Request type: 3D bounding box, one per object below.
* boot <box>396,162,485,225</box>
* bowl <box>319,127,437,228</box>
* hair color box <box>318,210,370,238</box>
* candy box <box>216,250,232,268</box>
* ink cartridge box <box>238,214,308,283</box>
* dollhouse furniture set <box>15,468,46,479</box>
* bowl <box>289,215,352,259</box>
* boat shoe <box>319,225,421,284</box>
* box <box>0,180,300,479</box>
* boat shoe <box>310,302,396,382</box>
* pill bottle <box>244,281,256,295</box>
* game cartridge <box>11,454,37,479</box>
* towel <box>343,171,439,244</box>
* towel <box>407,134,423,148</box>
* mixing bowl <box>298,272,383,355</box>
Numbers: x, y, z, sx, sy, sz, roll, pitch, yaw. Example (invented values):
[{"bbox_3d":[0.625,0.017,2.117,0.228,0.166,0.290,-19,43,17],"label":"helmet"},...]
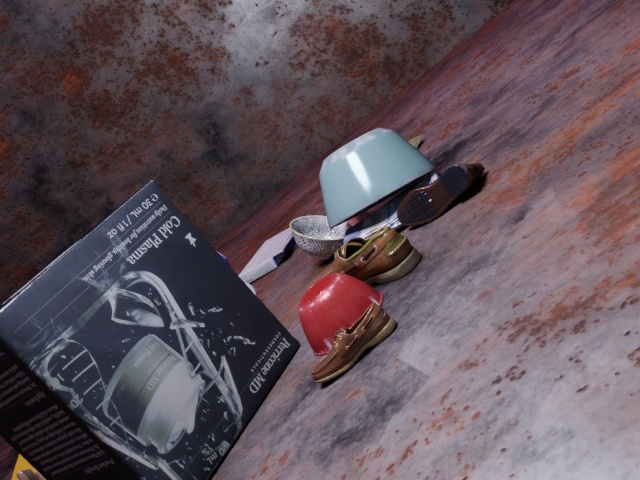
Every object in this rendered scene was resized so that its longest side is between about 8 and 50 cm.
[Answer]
[{"bbox_3d":[0.270,-0.102,1.756,0.106,0.082,0.219,-22,-10,-48],"label":"boot"},{"bbox_3d":[0.119,-0.172,2.008,0.312,0.163,0.311,-31,-1,-1],"label":"bowl"},{"bbox_3d":[0.053,-0.040,2.207,0.167,0.053,0.093,-39,11,2],"label":"hair color box"},{"bbox_3d":[-0.327,0.206,1.952,0.317,0.268,0.122,-44,47,-18],"label":"candy box"},{"bbox_3d":[-0.141,0.032,2.573,0.224,0.045,0.223,-30,16,38],"label":"ink cartridge box"},{"bbox_3d":[-0.660,0.684,1.592,0.362,0.256,0.394,-43,-9,-11],"label":"dollhouse furniture set"},{"bbox_3d":[0.000,0.000,2.091,0.170,0.170,0.080,-70,-13,-67],"label":"bowl"},{"bbox_3d":[0.082,0.041,1.685,0.307,0.104,0.110,-27,18,49],"label":"boat shoe"},{"bbox_3d":[-0.376,0.227,1.556,0.297,0.471,0.480,-29,16,41],"label":"box"},{"bbox_3d":[0.048,0.179,1.396,0.178,0.060,0.064,-40,12,3],"label":"boat shoe"},{"bbox_3d":[-0.263,0.174,2.291,0.108,0.108,0.193,-48,14,-30],"label":"pill bottle"},{"bbox_3d":[-0.707,0.594,2.056,0.285,0.053,0.323,-36,31,21],"label":"game cartridge"},{"bbox_3d":[0.173,-0.067,1.917,0.285,0.034,0.209,-33,13,14],"label":"towel"},{"bbox_3d":[0.254,-0.272,2.484,0.148,0.027,0.110,-26,20,47],"label":"towel"},{"bbox_3d":[0.024,0.129,1.569,0.181,0.098,0.181,-38,11,9],"label":"mixing bowl"}]
